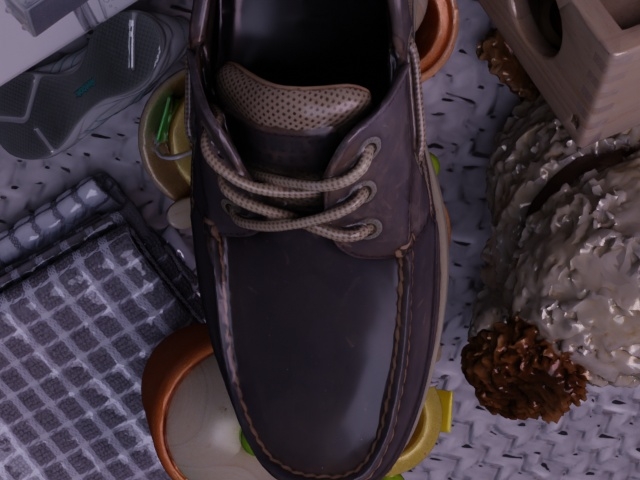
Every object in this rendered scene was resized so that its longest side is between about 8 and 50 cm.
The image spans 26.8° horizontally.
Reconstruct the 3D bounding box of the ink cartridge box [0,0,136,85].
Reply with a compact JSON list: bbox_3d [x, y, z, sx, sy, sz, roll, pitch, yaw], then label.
[{"bbox_3d":[-0.145,-0.199,0.721,0.218,0.092,0.158,-29,114,15],"label":"ink cartridge box"}]

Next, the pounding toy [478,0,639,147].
[{"bbox_3d":[0.124,-0.158,0.724,0.181,0.206,0.094,-22,154,-14],"label":"pounding toy"}]

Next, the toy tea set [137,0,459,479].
[{"bbox_3d":[0.000,0.000,0.747,0.200,0.124,0.336,-3,100,-20],"label":"toy tea set"}]

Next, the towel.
[{"bbox_3d":[-0.144,0.126,0.875,0.235,0.121,0.283,-30,114,12],"label":"towel"}]

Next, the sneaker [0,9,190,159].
[{"bbox_3d":[-0.133,-0.090,0.798,0.152,0.061,0.053,-23,91,32],"label":"sneaker"}]

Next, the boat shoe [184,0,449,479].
[{"bbox_3d":[-0.014,-0.053,0.617,0.132,0.130,0.355,-2,94,14],"label":"boat shoe"}]

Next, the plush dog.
[{"bbox_3d":[0.171,-0.008,0.754,0.262,0.225,0.210,-32,114,15],"label":"plush dog"}]
